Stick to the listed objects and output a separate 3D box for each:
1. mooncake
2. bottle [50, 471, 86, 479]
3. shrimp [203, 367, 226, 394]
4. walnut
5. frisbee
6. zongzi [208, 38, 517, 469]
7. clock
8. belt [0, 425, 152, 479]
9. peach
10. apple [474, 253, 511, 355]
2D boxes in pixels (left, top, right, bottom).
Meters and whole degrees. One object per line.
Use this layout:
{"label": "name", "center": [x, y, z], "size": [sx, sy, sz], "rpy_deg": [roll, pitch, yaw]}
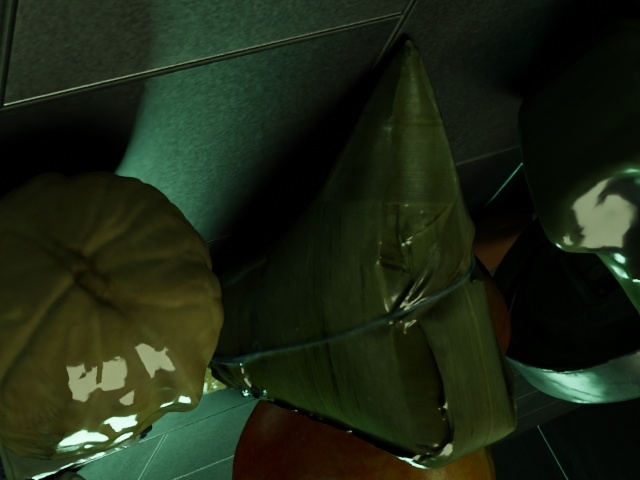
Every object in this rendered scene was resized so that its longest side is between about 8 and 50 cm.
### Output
{"label": "mooncake", "center": [0.347, -0.045, 1.179], "size": [0.187, 0.351, 0.351], "rpy_deg": [-40, 158, 26]}
{"label": "bottle", "center": [-0.433, 0.433, 1.736], "size": [0.253, 0.120, 0.120], "rpy_deg": [-29, 162, 7]}
{"label": "shrimp", "center": [-0.079, 0.114, 1.471], "size": [0.267, 0.061, 0.145], "rpy_deg": [-16, 149, -26]}
{"label": "walnut", "center": [-0.183, 0.060, 0.936], "size": [0.225, 0.225, 0.261], "rpy_deg": [-23, 167, -14]}
{"label": "frisbee", "center": [0.181, 0.033, 1.673], "size": [0.251, 0.021, 0.251], "rpy_deg": [-26, 162, -9]}
{"label": "zongzi", "center": [0.000, 0.000, 1.183], "size": [0.356, 0.392, 0.174], "rpy_deg": [8, -153, 45]}
{"label": "clock", "center": [0.379, 0.035, 1.484], "size": [0.386, 0.076, 0.386], "rpy_deg": [-30, -154, 16]}
{"label": "belt", "center": [-0.279, 0.164, 1.219], "size": [0.231, 0.126, 0.140], "rpy_deg": [-12, 180, -41]}
{"label": "peach", "center": [0.054, 0.325, 1.759], "size": [0.388, 0.388, 0.388], "rpy_deg": [-25, 162, -9]}
{"label": "apple", "center": [0.108, 0.090, 1.396], "size": [0.234, 0.234, 0.234], "rpy_deg": [-25, 162, -9]}
